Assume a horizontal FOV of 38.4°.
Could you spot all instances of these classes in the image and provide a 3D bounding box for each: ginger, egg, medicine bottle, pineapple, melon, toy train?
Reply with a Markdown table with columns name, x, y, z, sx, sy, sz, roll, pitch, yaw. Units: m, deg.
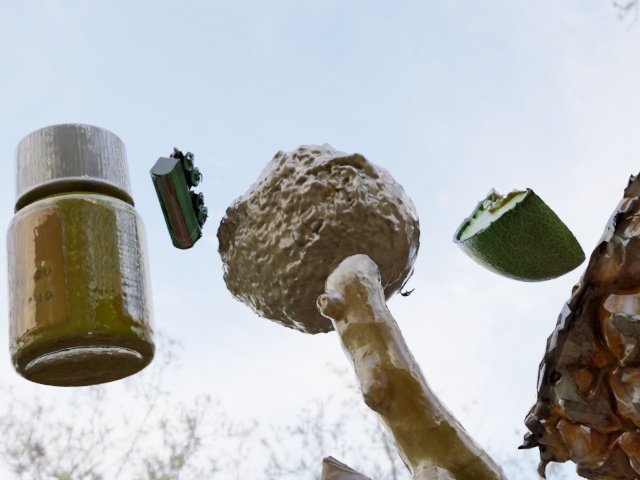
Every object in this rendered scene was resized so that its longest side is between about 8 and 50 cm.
| name | x | y | z | sx | sy | sz | roll | pitch | yaw |
| --- | --- | --- | --- | --- | --- | --- | --- | --- | --- |
| ginger | 0.078 | 0.140 | 0.851 | 0.118 | 0.299 | 0.065 | 7 | -44 | -48 |
| egg | 0.000 | 0.000 | 1.272 | 0.279 | 0.279 | 0.310 | 28 | -36 | -23 |
| medicine bottle | -0.388 | 0.022 | 1.468 | 0.224 | 0.385 | 0.224 | -9 | -24 | -4 |
| pineapple | 0.331 | 0.068 | 0.655 | 0.300 | 0.352 | 0.353 | 19 | -44 | 18 |
| melon | 0.317 | 0.013 | 1.483 | 0.169 | 0.265 | 0.129 | 43 | -91 | -3 |
| toy train | -0.187 | -0.059 | 1.241 | 0.038 | 0.071 | 0.148 | 16 | -42 | 25 |

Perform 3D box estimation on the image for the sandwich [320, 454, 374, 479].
| name | x | y | z | sx | sy | sz | roll | pitch | yaw |
| --- | --- | --- | --- | --- | --- | --- | --- | --- | --- |
| sandwich | -0.001 | 0.324 | 1.013 | 0.113 | 0.163 | 0.079 | 25 | -59 | 32 |
